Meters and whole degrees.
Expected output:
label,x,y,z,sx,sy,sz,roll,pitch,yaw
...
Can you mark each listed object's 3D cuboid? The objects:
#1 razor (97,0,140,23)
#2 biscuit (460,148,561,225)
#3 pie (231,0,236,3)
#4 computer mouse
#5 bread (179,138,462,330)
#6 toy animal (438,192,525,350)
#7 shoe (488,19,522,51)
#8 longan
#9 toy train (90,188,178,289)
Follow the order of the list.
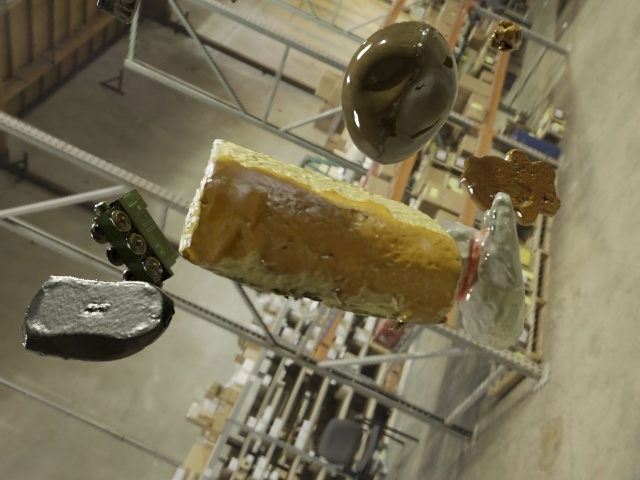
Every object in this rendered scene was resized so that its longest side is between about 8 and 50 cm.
label,x,y,z,sx,sy,sz,roll,pitch,yaw
razor,-0.429,-0.562,1.457,0.148,0.054,0.090,-59,-28,10
biscuit,0.430,-0.121,1.491,0.035,0.249,0.184,137,129,-64
pie,-0.159,-0.536,1.345,0.034,0.092,0.170,-30,21,-28
computer mouse,-0.308,0.111,0.924,0.073,0.217,0.122,88,-172,-49
bread,0.000,0.000,0.934,0.236,0.376,0.165,-110,39,-65
toy animal,0.275,0.085,1.220,0.308,0.188,0.266,62,-170,-82
shoe,0.438,-0.482,1.554,0.109,0.069,0.072,-78,-11,-68
longan,0.182,-0.353,1.572,0.288,0.289,0.350,121,169,-86
toy train,-0.401,0.003,1.440,0.090,0.225,0.137,-26,13,26
